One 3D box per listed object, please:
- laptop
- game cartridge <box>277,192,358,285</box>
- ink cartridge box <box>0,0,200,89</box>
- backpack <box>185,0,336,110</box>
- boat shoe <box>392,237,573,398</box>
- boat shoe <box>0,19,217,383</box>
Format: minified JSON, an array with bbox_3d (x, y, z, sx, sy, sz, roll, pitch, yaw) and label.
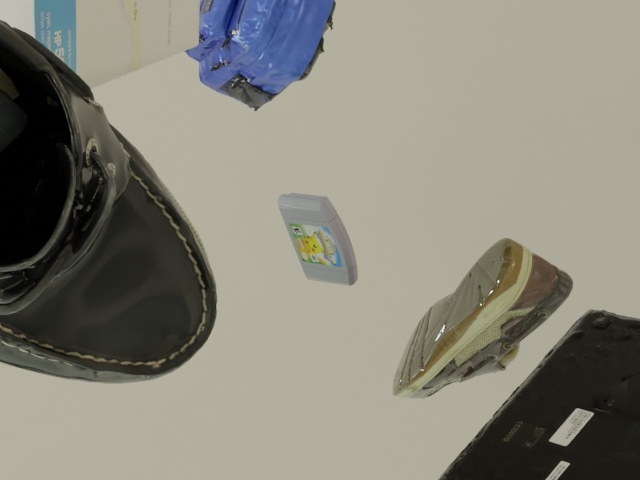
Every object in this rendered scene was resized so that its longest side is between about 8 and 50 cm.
[{"bbox_3d":[0.228,0.181,1.128,0.264,0.234,0.136,14,128,33],"label":"laptop"},{"bbox_3d":[0.000,0.000,1.520,0.056,0.017,0.083,4,127,39],"label":"game cartridge"},{"bbox_3d":[-0.128,-0.136,0.954,0.092,0.143,0.090,21,121,32],"label":"ink cartridge box"},{"bbox_3d":[-0.050,-0.169,1.522,0.120,0.101,0.098,-15,55,61],"label":"backpack"},{"bbox_3d":[0.129,0.078,1.520,0.223,0.073,0.080,-53,17,51],"label":"boat shoe"},{"bbox_3d":[-0.145,-0.027,0.754,0.340,0.127,0.113,47,169,-37],"label":"boat shoe"}]
